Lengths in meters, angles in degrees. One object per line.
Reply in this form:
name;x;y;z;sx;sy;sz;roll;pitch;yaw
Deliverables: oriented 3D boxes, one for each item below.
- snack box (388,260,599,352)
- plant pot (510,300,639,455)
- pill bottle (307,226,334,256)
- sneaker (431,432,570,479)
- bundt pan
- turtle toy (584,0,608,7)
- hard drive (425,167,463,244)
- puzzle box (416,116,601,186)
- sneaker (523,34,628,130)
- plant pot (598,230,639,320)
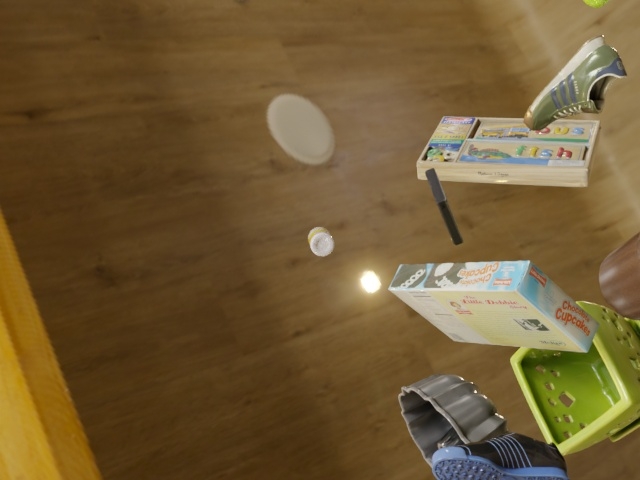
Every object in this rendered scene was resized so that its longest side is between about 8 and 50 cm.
snack box;0.282;0.109;1.448;0.187;0.322;0.060;38;-111;-25
plant pot;0.550;0.270;1.680;0.207;0.227;0.228;5;-129;-31
pill bottle;0.000;0.000;1.548;0.043;0.043;0.083;46;-176;-11
sneaker;0.282;0.350;1.364;0.232;0.081;0.090;12;-147;-12
bundt pan;0.312;0.421;1.816;0.124;0.331;0.331;-30;-95;-17
turtle toy;0.374;-0.388;1.183;0.066;0.095;0.130;-20;-77;-52
hard drive;0.243;-0.065;1.678;0.135;0.022;0.094;59;-167;-46
puzzle box;0.470;-0.226;2.118;0.272;0.409;0.052;-56;-36;-51
sneaker;0.407;-0.226;1.361;0.064;0.192;0.086;-15;-119;-42
plant pot;0.543;0.046;1.368;0.167;0.165;0.167;7;-112;-17
